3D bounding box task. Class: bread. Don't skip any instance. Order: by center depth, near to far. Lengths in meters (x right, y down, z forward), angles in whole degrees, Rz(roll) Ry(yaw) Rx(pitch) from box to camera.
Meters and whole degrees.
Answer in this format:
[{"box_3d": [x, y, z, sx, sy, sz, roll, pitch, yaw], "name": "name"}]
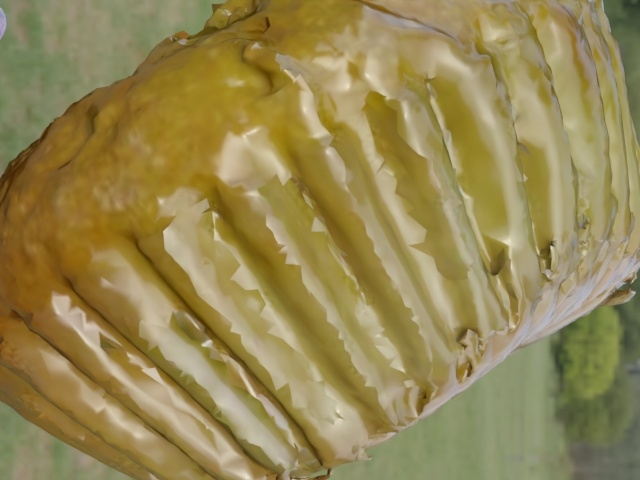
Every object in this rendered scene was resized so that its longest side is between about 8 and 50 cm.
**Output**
[{"box_3d": [-0.003, -0.002, 0.503, 0.139, 0.240, 0.240, 62, 10, 5], "name": "bread"}]

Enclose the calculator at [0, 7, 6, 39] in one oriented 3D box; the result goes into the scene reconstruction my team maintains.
[{"box_3d": [-0.315, -0.136, 0.816, 0.194, 0.294, 0.043, 94, -22, -47], "name": "calculator"}]
